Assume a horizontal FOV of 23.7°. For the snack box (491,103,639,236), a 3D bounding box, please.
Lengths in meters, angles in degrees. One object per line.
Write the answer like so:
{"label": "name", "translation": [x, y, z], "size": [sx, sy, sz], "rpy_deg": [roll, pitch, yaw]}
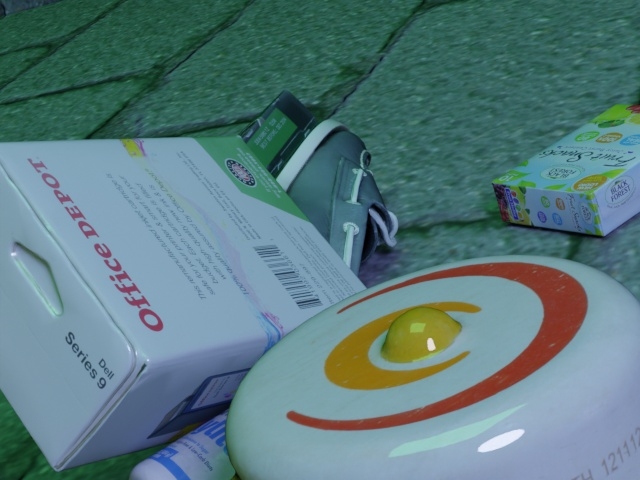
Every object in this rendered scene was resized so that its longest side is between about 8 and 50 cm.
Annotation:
{"label": "snack box", "translation": [0.207, -0.053, 1.087], "size": [0.141, 0.037, 0.100], "rpy_deg": [-31, 22, -29]}

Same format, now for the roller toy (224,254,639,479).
{"label": "roller toy", "translation": [0.059, 0.096, 0.673], "size": [0.209, 0.146, 0.191], "rpy_deg": [-12, 21, 20]}

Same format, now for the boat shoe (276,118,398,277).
{"label": "boat shoe", "translation": [0.000, 0.000, 1.100], "size": [0.099, 0.116, 0.319], "rpy_deg": [29, 21, 2]}

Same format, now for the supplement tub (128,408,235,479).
{"label": "supplement tub", "translation": [-0.040, 0.124, 0.801], "size": [0.107, 0.071, 0.071], "rpy_deg": [-31, 23, -27]}

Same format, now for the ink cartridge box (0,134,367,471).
{"label": "ink cartridge box", "translation": [-0.090, 0.025, 0.837], "size": [0.093, 0.154, 0.212], "rpy_deg": [-50, -23, 26]}

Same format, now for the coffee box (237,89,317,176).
{"label": "coffee box", "translation": [-0.089, -0.029, 1.170], "size": [0.184, 0.040, 0.113], "rpy_deg": [-41, 8, 34]}
